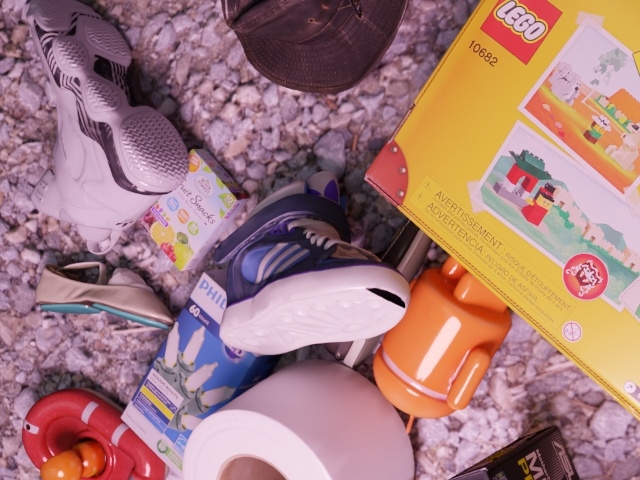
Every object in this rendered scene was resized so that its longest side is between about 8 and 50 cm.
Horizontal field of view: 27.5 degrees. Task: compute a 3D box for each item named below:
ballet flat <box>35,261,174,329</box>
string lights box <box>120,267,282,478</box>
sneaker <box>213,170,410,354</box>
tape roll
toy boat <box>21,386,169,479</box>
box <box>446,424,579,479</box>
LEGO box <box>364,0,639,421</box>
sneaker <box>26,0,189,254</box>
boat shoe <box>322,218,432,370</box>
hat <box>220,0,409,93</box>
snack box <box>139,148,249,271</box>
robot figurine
[{"bbox_3d":[-0.306,0.072,1.865,0.248,0.086,0.086,6,98,31],"label":"ballet flat"},{"bbox_3d":[-0.152,0.179,1.782,0.133,0.077,0.259,40,113,22],"label":"string lights box"},{"bbox_3d":[0.000,0.000,1.589,0.323,0.130,0.236,-21,48,50],"label":"sneaker"},{"bbox_3d":[-0.028,0.290,1.638,0.246,0.169,0.246,13,114,31],"label":"tape roll"},{"bbox_3d":[-0.339,0.312,1.862,0.231,0.151,0.151,30,109,24],"label":"toy boat"},{"bbox_3d":[0.256,0.364,1.481,0.060,0.216,0.270,-26,81,31],"label":"box"},{"bbox_3d":[0.353,-0.067,1.388,0.500,0.193,0.372,43,116,20],"label":"LEGO box"},{"bbox_3d":[-0.337,-0.160,1.818,0.210,0.137,0.365,-49,64,32],"label":"sneaker"},{"bbox_3d":[0.067,0.057,1.637,0.069,0.081,0.227,36,114,18],"label":"boat shoe"},{"bbox_3d":[-0.043,-0.325,1.600,0.331,0.134,0.331,15,115,36],"label":"hat"},{"bbox_3d":[-0.174,-0.041,1.794,0.100,0.037,0.141,48,116,17],"label":"snack box"},{"bbox_3d":[0.144,0.121,1.574,0.158,0.128,0.219,36,111,20],"label":"robot figurine"}]
